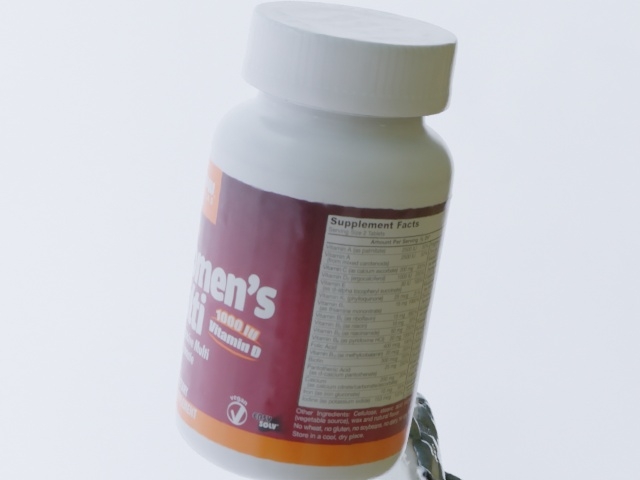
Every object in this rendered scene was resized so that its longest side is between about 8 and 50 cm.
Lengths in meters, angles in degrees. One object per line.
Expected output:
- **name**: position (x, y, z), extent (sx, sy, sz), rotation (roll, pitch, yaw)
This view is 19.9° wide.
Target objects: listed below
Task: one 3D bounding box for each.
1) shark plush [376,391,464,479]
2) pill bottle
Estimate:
- **shark plush**: position (0.082, 0.164, 1.246), extent (0.067, 0.161, 0.073), rotation (4, -58, -41)
- **pill bottle**: position (0.000, 0.000, 0.898), extent (0.121, 0.121, 0.221), rotation (-16, -61, -55)
